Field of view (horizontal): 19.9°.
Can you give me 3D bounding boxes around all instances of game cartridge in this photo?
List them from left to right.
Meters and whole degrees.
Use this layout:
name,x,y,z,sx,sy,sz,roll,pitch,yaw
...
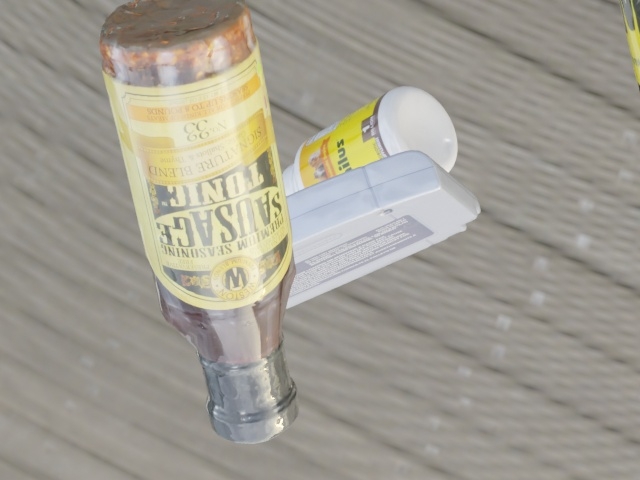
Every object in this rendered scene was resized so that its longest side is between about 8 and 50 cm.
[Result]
name,x,y,z,sx,sy,sz,roll,pitch,yaw
game cartridge,0.000,0.000,1.802,0.294,0.060,0.196,-24,166,13

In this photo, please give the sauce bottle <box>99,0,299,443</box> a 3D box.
name,x,y,z,sx,sy,sz,roll,pitch,yaw
sauce bottle,-0.027,-0.003,0.487,0.042,0.042,0.128,2,124,22

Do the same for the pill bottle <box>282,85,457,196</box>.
name,x,y,z,sx,sy,sz,roll,pitch,yaw
pill bottle,0.050,-0.090,2.137,0.117,0.117,0.215,43,137,-18

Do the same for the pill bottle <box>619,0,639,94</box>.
name,x,y,z,sx,sy,sz,roll,pitch,yaw
pill bottle,0.192,-0.151,0.853,0.119,0.119,0.208,-8,106,29
